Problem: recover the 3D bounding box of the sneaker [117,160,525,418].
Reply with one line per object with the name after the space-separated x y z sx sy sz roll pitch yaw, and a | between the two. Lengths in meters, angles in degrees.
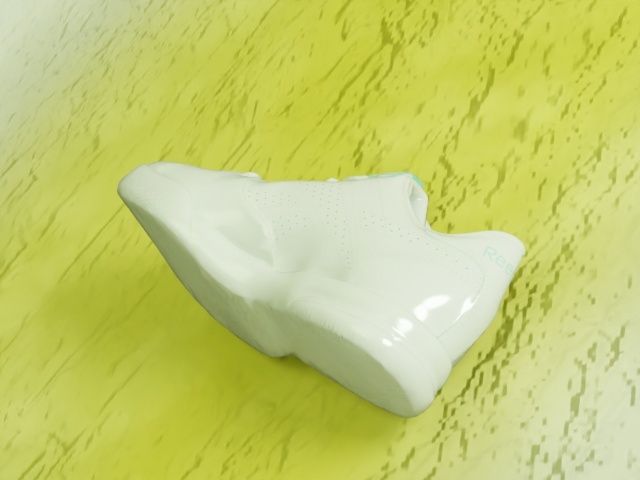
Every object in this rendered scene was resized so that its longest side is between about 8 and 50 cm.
0.000 0.000 0.754 0.094 0.080 0.212 -47 43 -16 | sneaker
